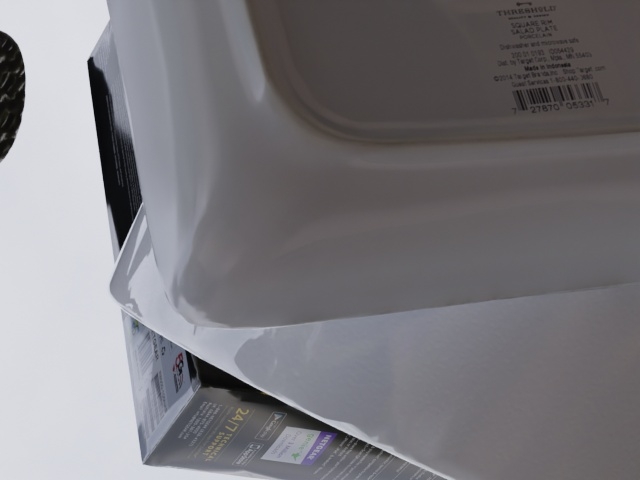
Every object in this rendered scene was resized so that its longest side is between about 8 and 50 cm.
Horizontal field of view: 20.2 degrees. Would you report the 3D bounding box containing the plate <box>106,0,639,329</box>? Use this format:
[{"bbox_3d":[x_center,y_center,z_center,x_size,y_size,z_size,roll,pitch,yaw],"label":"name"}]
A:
[{"bbox_3d":[0.058,-0.109,0.646,0.277,0.045,0.278,-5,-119,-18],"label":"plate"}]

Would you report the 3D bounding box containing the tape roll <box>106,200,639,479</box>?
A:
[{"bbox_3d":[0.056,0.033,0.756,0.286,0.286,0.100,22,-88,-51],"label":"tape roll"}]

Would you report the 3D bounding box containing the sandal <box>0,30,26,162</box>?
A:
[{"bbox_3d":[-0.379,-0.056,1.250,0.446,0.107,0.167,-29,-45,-57],"label":"sandal"}]

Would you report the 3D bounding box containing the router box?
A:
[{"bbox_3d":[0.000,0.000,1.065,0.243,0.081,0.309,11,-134,-28],"label":"router box"}]
